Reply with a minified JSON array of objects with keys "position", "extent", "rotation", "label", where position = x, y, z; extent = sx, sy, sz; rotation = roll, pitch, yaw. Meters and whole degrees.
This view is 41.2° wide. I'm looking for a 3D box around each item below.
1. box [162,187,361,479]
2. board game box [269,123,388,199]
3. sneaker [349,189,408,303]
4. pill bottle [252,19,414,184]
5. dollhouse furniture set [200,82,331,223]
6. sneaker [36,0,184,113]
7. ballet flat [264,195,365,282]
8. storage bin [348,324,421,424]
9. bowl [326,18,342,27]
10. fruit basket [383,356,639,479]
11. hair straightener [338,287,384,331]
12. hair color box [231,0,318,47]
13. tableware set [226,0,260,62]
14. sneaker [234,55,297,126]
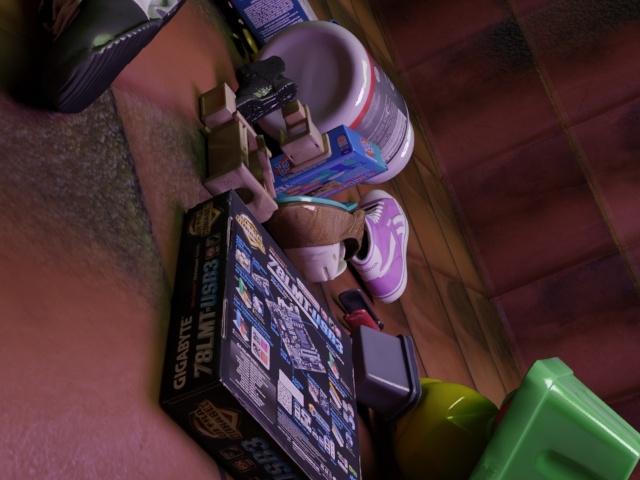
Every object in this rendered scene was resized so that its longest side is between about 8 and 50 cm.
[{"position":[-0.050,0.138,0.936],"extent":[0.295,0.073,0.293],"rotation":[54,19,-35],"label":"box"},{"position":[0.003,-0.108,1.311],"extent":[0.047,0.160,0.210],"rotation":[69,15,10],"label":"board game box"},{"position":[0.096,-0.033,1.627],"extent":[0.161,0.102,0.282],"rotation":[50,22,-37],"label":"sneaker"},{"position":[0.036,-0.221,1.495],"extent":[0.363,0.210,0.210],"rotation":[26,42,-67],"label":"pill bottle"},{"position":[-0.063,-0.137,1.129],"extent":[0.101,0.161,0.182],"rotation":[51,22,-44],"label":"dollhouse furniture set"},{"position":[-0.233,-0.237,0.847],"extent":[0.146,0.122,0.330],"rotation":[41,24,-17],"label":"sneaker"},{"position":[0.000,0.000,1.287],"extent":[0.342,0.116,0.124],"rotation":[-2,89,-78],"label":"ballet flat"},{"position":[0.080,0.196,1.274],"extent":[0.091,0.098,0.135],"rotation":[27,33,-22],"label":"storage bin"},{"position":[0.079,-0.364,2.098],"extent":[0.391,0.077,0.391],"rotation":[58,17,-29],"label":"bowl"},{"position":[0.220,0.315,1.203],"extent":[0.283,0.392,0.392],"rotation":[15,53,-66],"label":"fruit basket"},{"position":[0.087,0.133,1.445],"extent":[0.230,0.047,0.089],"rotation":[45,26,-52],"label":"hair straightener"},{"position":[-0.076,-0.419,1.559],"extent":[0.347,0.105,0.174],"rotation":[52,14,-50],"label":"hair color box"},{"position":[-0.143,-0.377,1.482],"extent":[0.154,0.024,0.104],"rotation":[61,9,-14],"label":"tableware set"},{"position":[-0.103,-0.225,1.272],"extent":[0.089,0.170,0.051],"rotation":[37,-39,28],"label":"sneaker"}]
